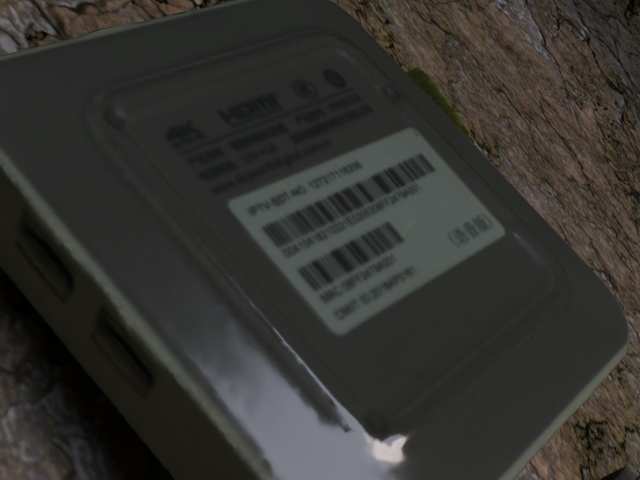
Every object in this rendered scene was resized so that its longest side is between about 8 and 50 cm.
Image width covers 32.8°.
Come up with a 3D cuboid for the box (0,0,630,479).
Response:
[{"bbox_3d":[0.000,0.000,0.693,0.373,0.090,0.367,49,39,10],"label":"box"}]

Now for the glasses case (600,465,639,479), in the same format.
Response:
[{"bbox_3d":[0.248,0.257,0.932,0.071,0.047,0.205,58,30,11],"label":"glasses case"}]

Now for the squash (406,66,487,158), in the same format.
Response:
[{"bbox_3d":[0.117,-0.060,1.013,0.220,0.133,0.220,42,25,-25],"label":"squash"}]
